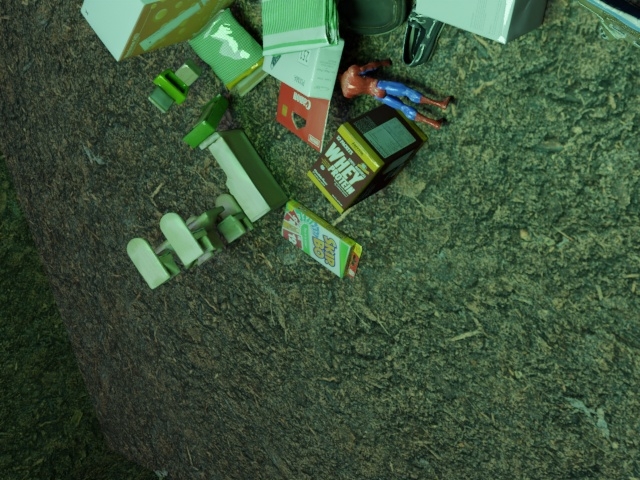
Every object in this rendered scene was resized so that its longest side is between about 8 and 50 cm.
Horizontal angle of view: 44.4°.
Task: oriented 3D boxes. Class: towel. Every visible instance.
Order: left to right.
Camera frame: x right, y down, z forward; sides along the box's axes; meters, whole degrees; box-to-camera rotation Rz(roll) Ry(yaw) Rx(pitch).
[{"bbox_3d":[-0.058,-0.569,1.679,0.248,0.038,0.324,6,103,49],"label":"towel"}]

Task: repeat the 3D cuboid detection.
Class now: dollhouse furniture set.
[{"bbox_3d":[-0.333,-0.101,2.225,0.394,0.362,0.256,-34,90,22],"label":"dollhouse furniture set"},{"bbox_3d":[-0.290,-0.419,2.035,0.197,0.151,0.302,42,128,-19],"label":"dollhouse furniture set"}]

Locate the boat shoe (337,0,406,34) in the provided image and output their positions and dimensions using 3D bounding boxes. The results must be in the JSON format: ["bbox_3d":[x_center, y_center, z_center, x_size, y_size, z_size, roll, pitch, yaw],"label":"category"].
[{"bbox_3d":[0.027,-0.521,1.760,0.355,0.130,0.132,17,124,37],"label":"boat shoe"}]

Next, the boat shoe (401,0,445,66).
[{"bbox_3d":[0.219,-0.461,1.659,0.075,0.065,0.206,34,134,26],"label":"boat shoe"}]

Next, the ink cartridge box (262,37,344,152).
[{"bbox_3d":[-0.057,-0.375,1.848,0.296,0.066,0.261,43,126,56],"label":"ink cartridge box"}]

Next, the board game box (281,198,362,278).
[{"bbox_3d":[0.000,0.000,2.190,0.259,0.039,0.124,33,134,22],"label":"board game box"}]

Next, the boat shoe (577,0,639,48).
[{"bbox_3d":[0.531,-0.387,1.396,0.183,0.066,0.066,38,137,21],"label":"boat shoe"}]

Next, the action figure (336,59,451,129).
[{"bbox_3d":[0.158,-0.351,1.785,0.281,0.139,0.091,21,128,7],"label":"action figure"}]

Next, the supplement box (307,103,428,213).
[{"bbox_3d":[0.108,-0.196,1.834,0.129,0.194,0.191,50,139,10],"label":"supplement box"}]

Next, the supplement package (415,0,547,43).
[{"bbox_3d":[0.314,-0.506,1.471,0.203,0.149,0.194,30,132,29],"label":"supplement package"}]

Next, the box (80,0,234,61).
[{"bbox_3d":[-0.383,-0.614,1.945,0.168,0.345,0.215,53,140,5],"label":"box"}]
